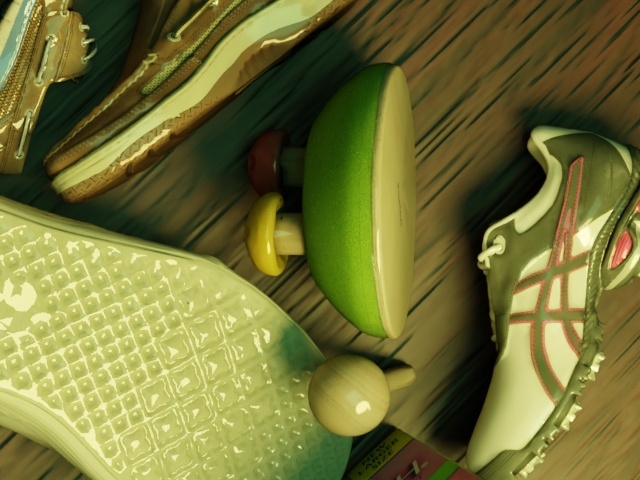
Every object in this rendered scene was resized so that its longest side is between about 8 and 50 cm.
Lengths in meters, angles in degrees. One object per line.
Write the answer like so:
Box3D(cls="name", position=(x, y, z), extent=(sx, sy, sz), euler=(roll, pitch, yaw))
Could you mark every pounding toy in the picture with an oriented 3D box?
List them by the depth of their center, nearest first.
Box3D(cls="pounding toy", position=(0.000, 0.000, 0.996), extent=(0.110, 0.183, 0.236), euler=(1, 97, 11))

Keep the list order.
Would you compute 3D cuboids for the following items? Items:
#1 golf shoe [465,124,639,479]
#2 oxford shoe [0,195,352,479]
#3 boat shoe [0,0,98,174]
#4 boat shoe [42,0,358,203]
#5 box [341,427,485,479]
Box3D(cls="golf shoe", position=(0.155, 0.049, 1.069), extent=(0.120, 0.105, 0.272), euler=(27, 82, 3))
Box3D(cls="oxford shoe", position=(-0.166, 0.063, 0.967), extent=(0.449, 0.130, 0.169), euler=(26, 80, -29))
Box3D(cls="boat shoe", position=(-0.184, -0.129, 0.980), extent=(0.066, 0.066, 0.183), euler=(27, 96, -19))
Box3D(cls="boat shoe", position=(-0.092, -0.130, 0.993), extent=(0.257, 0.095, 0.095), euler=(-39, 91, -17))
Box3D(cls="box", position=(0.045, 0.254, 0.964), extent=(0.213, 0.243, 0.117), euler=(-42, 102, -8))
